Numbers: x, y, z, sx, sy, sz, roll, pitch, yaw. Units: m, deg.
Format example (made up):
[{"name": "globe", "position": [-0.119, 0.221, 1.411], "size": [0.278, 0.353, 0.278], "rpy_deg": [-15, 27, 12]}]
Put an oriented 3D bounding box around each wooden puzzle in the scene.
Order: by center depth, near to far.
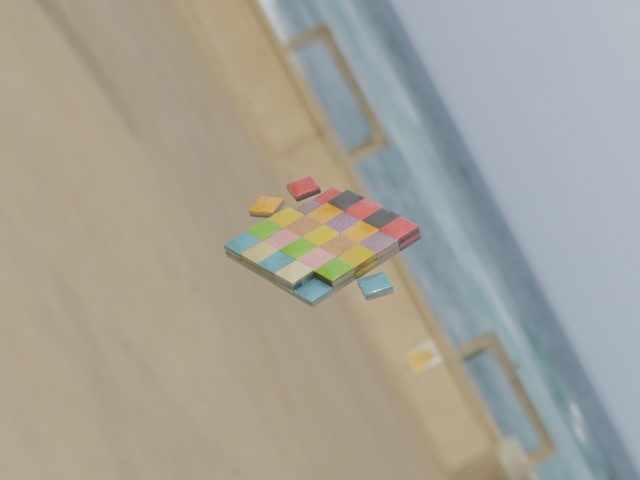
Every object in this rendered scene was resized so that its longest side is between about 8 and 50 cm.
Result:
[{"name": "wooden puzzle", "position": [0.000, 0.000, 0.677], "size": [0.083, 0.049, 0.006], "rpy_deg": [28, -39, 45]}]
